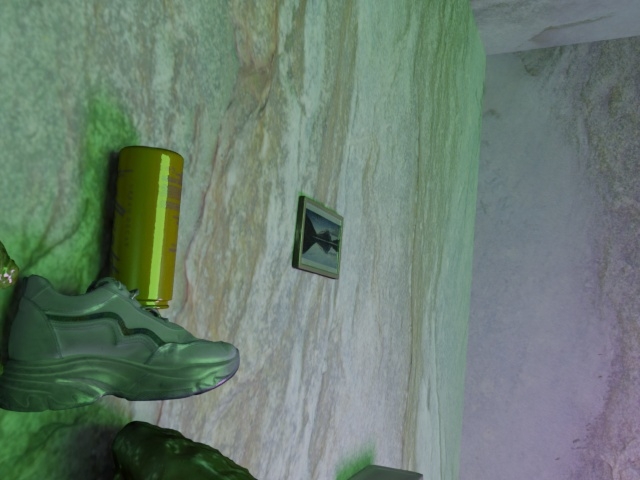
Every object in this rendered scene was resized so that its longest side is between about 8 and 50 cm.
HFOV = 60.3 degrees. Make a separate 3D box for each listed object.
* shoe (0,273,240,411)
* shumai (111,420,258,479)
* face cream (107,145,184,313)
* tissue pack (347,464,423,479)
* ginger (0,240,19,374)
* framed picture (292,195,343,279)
[{"bbox_3d":[-0.208,0.106,0.598,0.245,0.095,0.137,2,83,-26],"label":"shoe"},{"bbox_3d":[-0.154,0.419,0.604,0.323,0.324,0.397,-49,141,-27],"label":"shumai"},{"bbox_3d":[-0.218,0.026,0.676,0.078,0.078,0.273,13,80,-63],"label":"face cream"},{"bbox_3d":[0.148,0.657,1.352,0.246,0.160,0.135,13,77,-62],"label":"tissue pack"},{"bbox_3d":[-0.335,0.118,0.431,0.137,0.089,0.289,55,43,-51],"label":"ginger"},{"bbox_3d":[0.000,0.000,1.186,0.203,0.015,0.150,24,69,-62],"label":"framed picture"}]
